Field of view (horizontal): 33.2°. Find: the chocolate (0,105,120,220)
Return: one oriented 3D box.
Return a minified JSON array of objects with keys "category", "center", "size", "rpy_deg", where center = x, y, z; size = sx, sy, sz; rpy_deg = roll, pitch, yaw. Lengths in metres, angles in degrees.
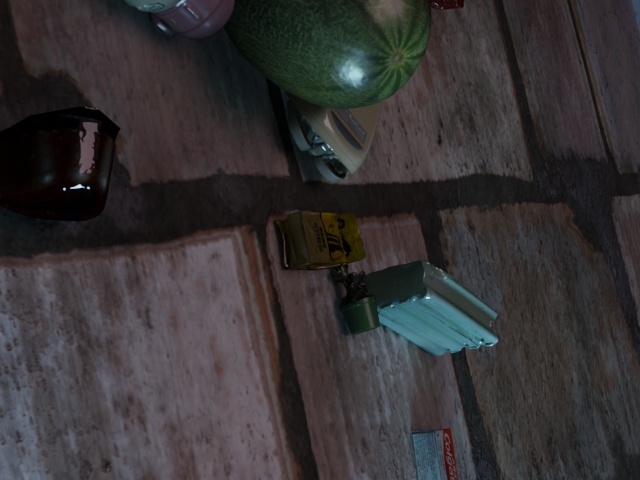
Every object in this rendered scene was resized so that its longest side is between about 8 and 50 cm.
[{"category":"chocolate","center":[-0.244,-0.061,0.984],"size":[0.125,0.149,0.080],"rpy_deg":[-4,78,-18]}]

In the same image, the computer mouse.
[{"category":"computer mouse","center":[0.019,-0.194,1.468],"size":[0.145,0.082,0.236],"rpy_deg":[46,44,-37]}]

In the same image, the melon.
[{"category":"melon","center":[0.005,-0.293,1.305],"size":[0.237,0.237,0.301],"rpy_deg":[17,26,-53]}]

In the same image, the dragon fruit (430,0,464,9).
[{"category":"dragon fruit","center":[0.195,-0.454,1.854],"size":[0.162,0.083,0.106],"rpy_deg":[69,19,8]}]

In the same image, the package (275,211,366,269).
[{"category":"package","center":[0.000,0.000,1.390],"size":[0.131,0.047,0.071],"rpy_deg":[-4,75,-56]}]

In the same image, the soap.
[{"category":"soap","center":[0.158,0.099,1.526],"size":[0.198,0.115,0.063],"rpy_deg":[35,49,-46]}]

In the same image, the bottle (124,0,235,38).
[{"category":"bottle","center":[-0.194,-0.319,1.171],"size":[0.253,0.120,0.120],"rpy_deg":[43,44,-41]}]

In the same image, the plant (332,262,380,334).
[{"category":"plant","center":[0.046,0.072,1.430],"size":[0.051,0.051,0.102],"rpy_deg":[-8,78,-57]}]

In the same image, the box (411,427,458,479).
[{"category":"box","center":[0.171,0.373,1.497],"size":[0.055,0.039,0.218],"rpy_deg":[11,68,-53]}]
